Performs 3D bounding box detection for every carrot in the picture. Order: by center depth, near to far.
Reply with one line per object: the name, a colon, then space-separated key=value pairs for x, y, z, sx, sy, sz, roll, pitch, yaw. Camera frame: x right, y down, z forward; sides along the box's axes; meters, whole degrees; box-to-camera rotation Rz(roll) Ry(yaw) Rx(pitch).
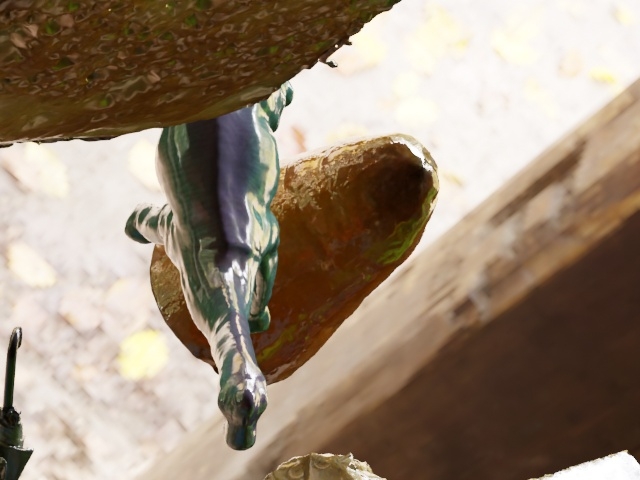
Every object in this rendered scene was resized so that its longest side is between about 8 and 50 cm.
carrot: x=0.000 y=0.000 z=1.530 sx=0.159 sy=0.225 sz=0.159 roll=35 pitch=36 yaw=-31

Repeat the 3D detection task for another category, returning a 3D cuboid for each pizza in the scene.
pizza: x=-0.062 y=-0.099 z=0.672 sx=0.323 sy=0.223 sz=0.089 roll=-6 pitch=73 yaw=-65

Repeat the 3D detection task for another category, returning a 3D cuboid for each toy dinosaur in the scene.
toy dinosaur: x=-0.064 y=-0.066 z=1.282 sx=0.129 sy=0.331 sz=0.383 roll=-2 pitch=89 yaw=-6

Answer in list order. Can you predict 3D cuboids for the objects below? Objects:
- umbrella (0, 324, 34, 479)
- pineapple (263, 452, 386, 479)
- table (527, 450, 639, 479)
umbrella: x=-0.204 y=0.172 z=1.218 sx=0.044 sy=0.269 sz=0.044 roll=8 pitch=28 yaw=-2
pineapple: x=0.049 y=0.245 z=1.411 sx=0.248 sy=0.128 sz=0.128 roll=39 pitch=40 yaw=-45
table: x=0.248 y=0.340 z=1.898 sx=0.172 sy=0.193 sz=0.169 roll=-9 pitch=52 yaw=-43
